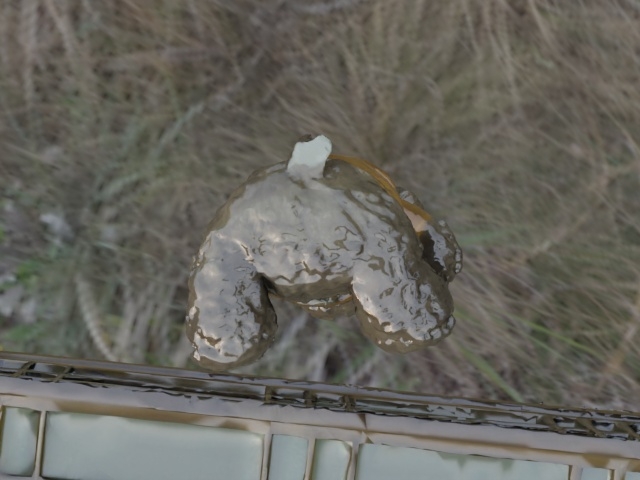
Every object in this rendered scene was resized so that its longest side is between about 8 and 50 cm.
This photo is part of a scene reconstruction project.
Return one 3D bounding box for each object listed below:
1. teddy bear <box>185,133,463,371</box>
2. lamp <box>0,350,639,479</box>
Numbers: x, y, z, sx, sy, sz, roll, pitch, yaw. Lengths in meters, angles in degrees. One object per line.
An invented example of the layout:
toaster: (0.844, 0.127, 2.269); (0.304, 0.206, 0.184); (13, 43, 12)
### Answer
teddy bear: (0.000, 0.000, 1.060); (0.177, 0.190, 0.140); (-7, 96, 4)
lamp: (0.043, 0.086, 0.508); (0.325, 0.089, 0.090); (7, 92, -2)
